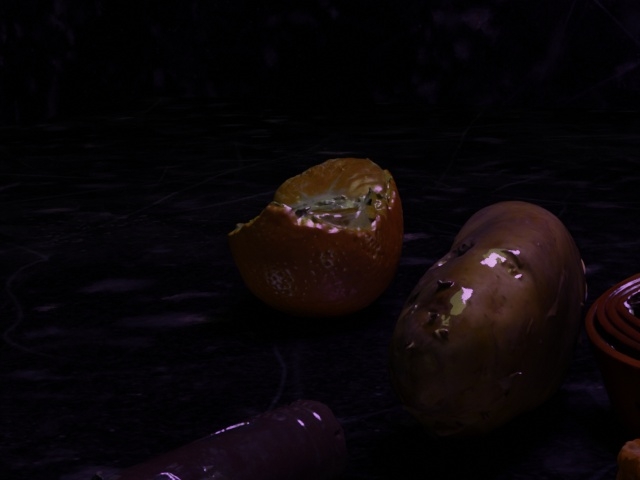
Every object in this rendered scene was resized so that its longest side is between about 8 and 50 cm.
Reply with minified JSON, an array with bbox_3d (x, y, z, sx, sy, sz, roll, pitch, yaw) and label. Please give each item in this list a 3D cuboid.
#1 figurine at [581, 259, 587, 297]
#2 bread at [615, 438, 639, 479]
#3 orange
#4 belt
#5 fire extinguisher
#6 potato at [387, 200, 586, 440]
[{"bbox_3d":[0.219,0.053,1.561,0.083,0.083,0.187,-12,6,-39],"label":"figurine"},{"bbox_3d":[0.269,0.198,0.861,0.139,0.077,0.271,1,14,-4],"label":"bread"},{"bbox_3d":[0.000,0.006,1.585,0.179,0.159,0.237,-5,14,15],"label":"orange"},{"bbox_3d":[0.342,0.095,1.156,0.184,0.105,0.261,-31,23,-20],"label":"belt"},{"bbox_3d":[-0.087,0.172,1.002,0.072,0.089,0.267,32,30,31],"label":"fire extinguisher"},{"bbox_3d":[0.146,0.073,1.204,0.141,0.192,0.296,24,23,21],"label":"potato"}]
